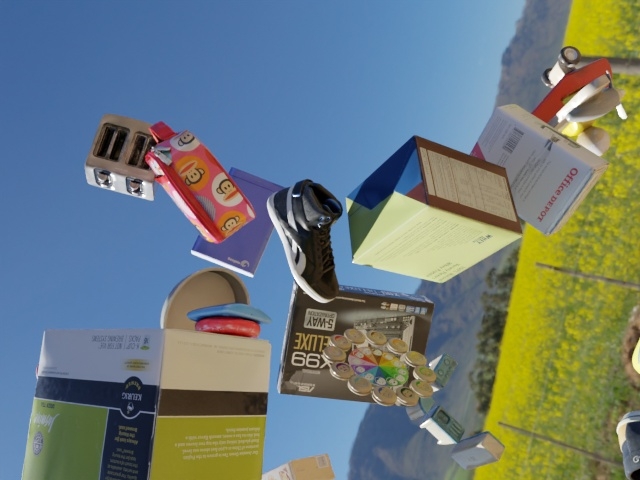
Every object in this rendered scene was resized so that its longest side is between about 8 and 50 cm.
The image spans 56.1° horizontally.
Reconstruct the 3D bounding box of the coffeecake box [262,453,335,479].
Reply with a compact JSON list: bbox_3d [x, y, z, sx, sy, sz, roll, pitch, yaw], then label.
[{"bbox_3d":[-0.081,0.610,1.521,0.142,0.186,0.068,12,-129,-49],"label":"coffeecake box"}]

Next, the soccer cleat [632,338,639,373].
[{"bbox_3d":[0.530,0.092,0.890,0.094,0.121,0.289,-23,-38,-25],"label":"soccer cleat"}]

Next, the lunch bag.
[{"bbox_3d":[-0.260,-0.127,1.220,0.120,0.258,0.293,-38,15,-11],"label":"lunch bag"}]

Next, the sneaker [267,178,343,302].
[{"bbox_3d":[0.000,0.000,1.028,0.079,0.121,0.216,-36,-80,-51],"label":"sneaker"}]

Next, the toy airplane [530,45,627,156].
[{"bbox_3d":[0.666,-0.313,1.660,0.384,0.272,0.386,-55,-8,31],"label":"toy airplane"}]

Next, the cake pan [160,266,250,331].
[{"bbox_3d":[-0.329,0.214,1.703,0.293,0.054,0.292,-13,-71,-44],"label":"cake pan"}]

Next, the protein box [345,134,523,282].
[{"bbox_3d":[0.184,-0.043,1.006,0.200,0.201,0.135,-41,44,47],"label":"protein box"}]

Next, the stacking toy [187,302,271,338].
[{"bbox_3d":[-0.232,0.313,1.456,0.175,0.166,0.301,23,-119,-47],"label":"stacking toy"}]

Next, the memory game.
[{"bbox_3d":[0.094,0.194,0.946,0.186,0.186,0.012,-38,-32,-61],"label":"memory game"}]

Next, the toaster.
[{"bbox_3d":[-0.466,-0.209,1.473,0.110,0.168,0.185,129,155,-69],"label":"toaster"}]

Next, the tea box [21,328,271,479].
[{"bbox_3d":[-0.276,0.306,0.936,0.220,0.329,0.323,20,-110,-49],"label":"tea box"}]

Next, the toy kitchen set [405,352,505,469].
[{"bbox_3d":[0.325,0.381,1.371,0.166,0.207,0.122,-46,-1,-38],"label":"toy kitchen set"}]

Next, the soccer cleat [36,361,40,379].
[{"bbox_3d":[-0.536,0.348,1.515,0.143,0.332,0.115,124,142,-49],"label":"soccer cleat"}]

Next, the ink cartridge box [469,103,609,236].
[{"bbox_3d":[0.404,-0.137,1.147,0.092,0.218,0.158,-19,-37,-45],"label":"ink cartridge box"}]

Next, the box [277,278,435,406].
[{"bbox_3d":[0.073,0.224,1.309,0.076,0.308,0.242,-135,55,-78],"label":"box"}]

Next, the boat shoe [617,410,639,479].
[{"bbox_3d":[0.853,0.438,1.192,0.186,0.500,0.156,52,-132,-25],"label":"boat shoe"}]

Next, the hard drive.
[{"bbox_3d":[-0.255,-0.064,1.948,0.040,0.210,0.318,111,-179,-69],"label":"hard drive"}]
